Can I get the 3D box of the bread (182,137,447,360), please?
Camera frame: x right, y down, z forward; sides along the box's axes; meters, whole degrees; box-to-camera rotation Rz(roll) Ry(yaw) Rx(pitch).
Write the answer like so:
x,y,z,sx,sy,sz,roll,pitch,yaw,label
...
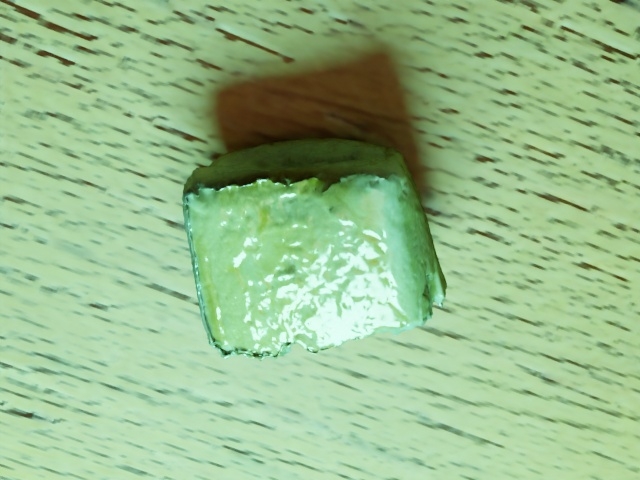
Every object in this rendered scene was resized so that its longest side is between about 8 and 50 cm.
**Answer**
x,y,z,sx,sy,sz,roll,pitch,yaw,label
-0.001,0.000,0.944,0.125,0.082,0.106,-5,107,12,bread
